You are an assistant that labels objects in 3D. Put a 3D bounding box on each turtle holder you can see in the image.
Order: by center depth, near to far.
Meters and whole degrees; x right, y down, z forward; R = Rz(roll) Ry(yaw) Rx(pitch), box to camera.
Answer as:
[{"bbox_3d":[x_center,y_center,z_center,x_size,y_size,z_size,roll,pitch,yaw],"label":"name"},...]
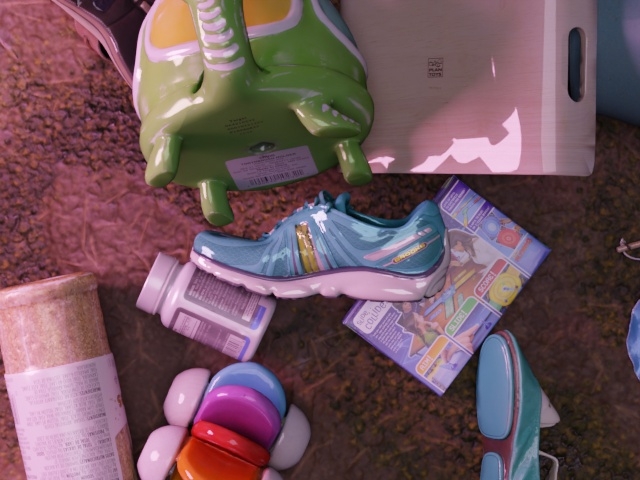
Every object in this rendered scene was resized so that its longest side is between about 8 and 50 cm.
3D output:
[{"bbox_3d":[-0.091,-0.172,1.745,0.243,0.320,0.227,-23,66,32],"label":"turtle holder"}]

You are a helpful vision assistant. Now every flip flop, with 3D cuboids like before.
[{"bbox_3d":[-0.224,-0.243,1.861,0.277,0.080,0.112,41,71,-20],"label":"flip flop"}]

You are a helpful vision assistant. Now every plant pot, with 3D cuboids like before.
[{"bbox_3d":[0.387,-0.220,1.813,0.255,0.271,0.271,1,91,11],"label":"plant pot"}]

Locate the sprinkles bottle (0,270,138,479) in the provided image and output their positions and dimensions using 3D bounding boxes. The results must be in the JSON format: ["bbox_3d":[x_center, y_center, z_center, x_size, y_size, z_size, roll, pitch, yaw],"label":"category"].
[{"bbox_3d":[-0.257,0.215,1.850,0.121,0.121,0.355,-12,91,-2],"label":"sprinkles bottle"}]

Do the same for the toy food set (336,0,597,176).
[{"bbox_3d":[0.144,-0.176,1.811,0.306,0.092,0.219,2,91,37],"label":"toy food set"}]

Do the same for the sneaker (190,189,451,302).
[{"bbox_3d":[0.000,0.000,1.849,0.275,0.107,0.110,0,104,7],"label":"sneaker"}]

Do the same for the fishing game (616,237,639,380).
[{"bbox_3d":[0.432,0.110,1.920,0.189,0.041,0.264,-11,91,0],"label":"fishing game"}]

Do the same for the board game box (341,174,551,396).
[{"bbox_3d":[0.136,0.049,1.908,0.136,0.035,0.201,38,89,-3],"label":"board game box"}]

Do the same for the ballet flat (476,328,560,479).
[{"bbox_3d":[0.215,0.219,1.901,0.087,0.083,0.247,1,91,-27],"label":"ballet flat"}]

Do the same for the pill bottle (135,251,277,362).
[{"bbox_3d":[-0.123,0.069,1.876,0.137,0.078,0.078,25,90,-3],"label":"pill bottle"}]

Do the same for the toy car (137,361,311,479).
[{"bbox_3d":[-0.093,0.204,1.832,0.159,0.136,0.182,23,54,-1],"label":"toy car"}]
